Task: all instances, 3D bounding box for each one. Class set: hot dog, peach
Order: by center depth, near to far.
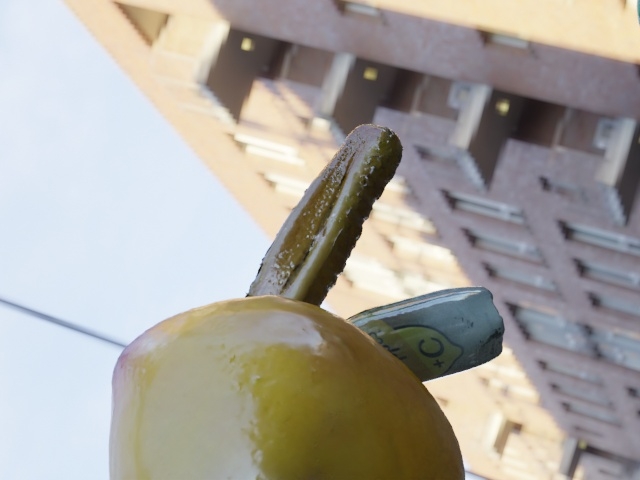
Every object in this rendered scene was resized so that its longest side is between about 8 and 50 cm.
[{"bbox_3d":[-0.032,0.189,1.292,0.289,0.308,0.289,-13,-51,-16],"label":"peach"},{"bbox_3d":[0.001,0.000,1.660,0.289,0.083,0.068,-58,-34,-19],"label":"hot dog"}]

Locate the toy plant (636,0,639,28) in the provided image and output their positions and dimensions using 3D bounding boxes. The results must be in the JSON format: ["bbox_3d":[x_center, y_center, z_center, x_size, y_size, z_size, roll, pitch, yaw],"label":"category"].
[{"bbox_3d":[0.231,-0.107,0.763,0.088,0.155,0.240,-63,-33,-27],"label":"toy plant"}]

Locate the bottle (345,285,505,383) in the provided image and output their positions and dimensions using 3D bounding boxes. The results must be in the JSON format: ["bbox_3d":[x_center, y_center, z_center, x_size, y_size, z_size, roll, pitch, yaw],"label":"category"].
[{"bbox_3d":[0.039,0.109,1.463,0.270,0.083,0.083,-16,-49,-12],"label":"bottle"}]
